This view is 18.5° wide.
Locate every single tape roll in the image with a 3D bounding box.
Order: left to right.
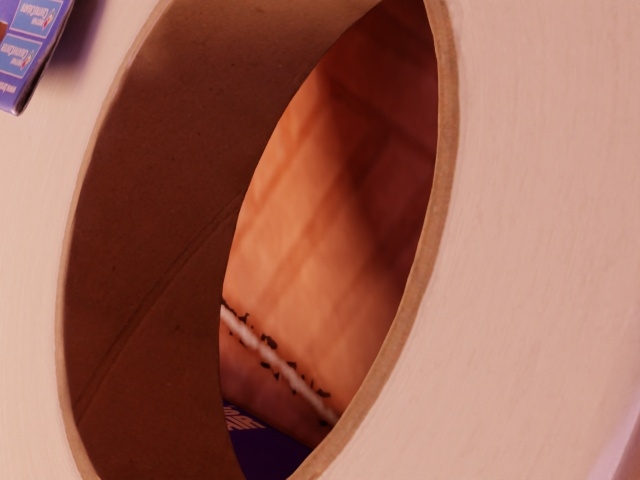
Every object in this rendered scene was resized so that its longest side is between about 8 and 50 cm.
[{"bbox_3d":[0.000,0.000,0.615,0.392,0.072,0.392,-28,54,46],"label":"tape roll"}]

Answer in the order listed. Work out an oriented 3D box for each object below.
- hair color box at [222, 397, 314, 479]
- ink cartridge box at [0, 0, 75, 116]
[{"bbox_3d":[-0.030,0.183,0.773,0.339,0.110,0.185,22,112,53],"label":"hair color box"},{"bbox_3d":[-0.107,-0.209,0.758,0.186,0.065,0.311,23,94,61],"label":"ink cartridge box"}]
